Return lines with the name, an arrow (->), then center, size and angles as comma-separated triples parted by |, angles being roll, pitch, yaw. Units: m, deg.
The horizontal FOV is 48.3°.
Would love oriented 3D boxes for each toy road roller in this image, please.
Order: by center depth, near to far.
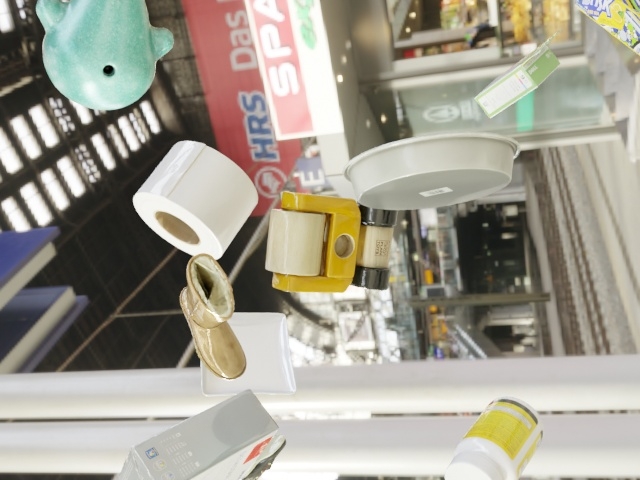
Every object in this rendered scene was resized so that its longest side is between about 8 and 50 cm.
toy road roller -> 0.000, 0.000, 1.597 | 0.330, 0.241, 0.202 | 4, -85, -35

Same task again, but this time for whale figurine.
whale figurine -> -0.329, -0.333, 1.117 | 0.271, 0.216, 0.141 | -66, 32, 22

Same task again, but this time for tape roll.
tape roll -> -0.294, -0.092, 1.690 | 0.169, 0.246, 0.246 | -59, -31, -25

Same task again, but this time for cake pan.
cake pan -> 0.185, -0.106, 1.184 | 0.293, 0.294, 0.054 | 30, -127, -72

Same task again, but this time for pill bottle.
pill bottle -> 0.318, 0.387, 1.305 | 0.209, 0.119, 0.119 | -31, -62, -48

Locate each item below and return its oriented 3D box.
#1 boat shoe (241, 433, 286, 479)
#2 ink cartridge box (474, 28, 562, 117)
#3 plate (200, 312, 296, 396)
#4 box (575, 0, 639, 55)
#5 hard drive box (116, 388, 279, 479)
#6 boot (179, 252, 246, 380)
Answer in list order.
boat shoe -> -0.125, 0.484, 1.581 | 0.042, 0.133, 0.049 | 51, 172, -28
ink cartridge box -> 0.437, -0.352, 1.524 | 0.062, 0.209, 0.109 | 50, -122, -4
plate -> -0.224, 0.341, 2.124 | 0.045, 0.278, 0.277 | 114, 152, -48
box -> 0.414, -0.321, 0.974 | 0.168, 0.054, 0.059 | -113, 3, -47
hard drive box -> -0.206, 0.363, 1.162 | 0.232, 0.089, 0.181 | -20, -30, -43
boot -> -0.207, 0.162, 1.405 | 0.236, 0.089, 0.269 | 57, 159, 4
